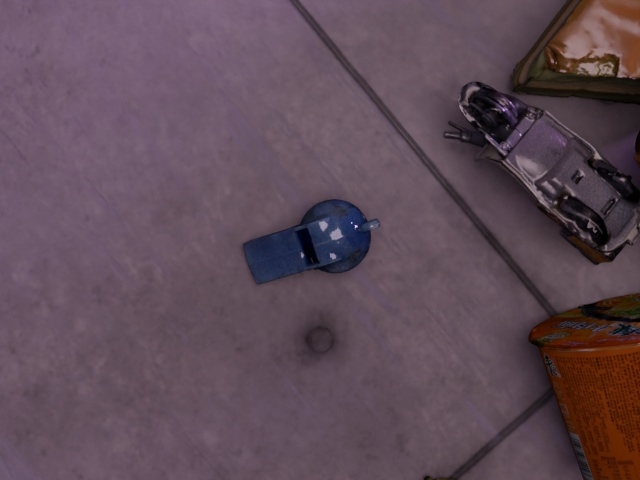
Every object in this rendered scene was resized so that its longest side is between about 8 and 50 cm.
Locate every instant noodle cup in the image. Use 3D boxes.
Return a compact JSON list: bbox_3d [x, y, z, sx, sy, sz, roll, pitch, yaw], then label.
[{"bbox_3d":[0.358,0.168,1.750,0.230,0.230,0.182,-14,97,-6],"label":"instant noodle cup"}]

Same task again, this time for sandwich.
[{"bbox_3d":[0.339,-0.263,1.794,0.227,0.155,0.198,3,85,-6],"label":"sandwich"}]

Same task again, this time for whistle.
[{"bbox_3d":[0.000,0.000,1.791,0.158,0.090,0.090,-16,89,33],"label":"whistle"}]

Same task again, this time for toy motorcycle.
[{"bbox_3d":[0.249,-0.079,1.776,0.263,0.157,0.091,41,81,-5],"label":"toy motorcycle"}]

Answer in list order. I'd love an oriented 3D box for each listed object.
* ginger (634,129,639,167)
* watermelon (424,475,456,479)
[{"bbox_3d":[0.432,-0.074,1.737,0.165,0.321,0.172,7,64,21],"label":"ginger"},{"bbox_3d":[0.201,0.335,1.812,0.181,0.075,0.092,8,43,-7],"label":"watermelon"}]
